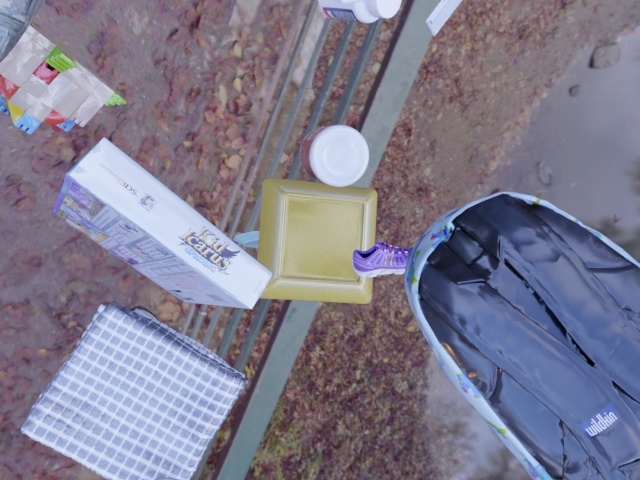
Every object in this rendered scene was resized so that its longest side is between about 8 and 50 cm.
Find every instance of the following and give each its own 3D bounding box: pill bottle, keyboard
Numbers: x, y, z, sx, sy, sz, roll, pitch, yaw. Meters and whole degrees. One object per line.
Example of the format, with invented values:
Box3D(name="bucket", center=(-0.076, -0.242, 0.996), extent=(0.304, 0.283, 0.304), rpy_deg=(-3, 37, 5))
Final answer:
Box3D(name="pill bottle", center=(0.088, -0.545, 0.959), extent=(0.107, 0.180, 0.108), rpy_deg=(-24, 130, -33))
Box3D(name="pill bottle", center=(0.020, -0.187, 0.936), extent=(0.121, 0.216, 0.121), rpy_deg=(-3, 104, -11))
Box3D(name="keyboard", center=(0.328, -0.580, 0.951), extent=(0.256, 0.014, 0.072), rpy_deg=(-51, 163, 17))

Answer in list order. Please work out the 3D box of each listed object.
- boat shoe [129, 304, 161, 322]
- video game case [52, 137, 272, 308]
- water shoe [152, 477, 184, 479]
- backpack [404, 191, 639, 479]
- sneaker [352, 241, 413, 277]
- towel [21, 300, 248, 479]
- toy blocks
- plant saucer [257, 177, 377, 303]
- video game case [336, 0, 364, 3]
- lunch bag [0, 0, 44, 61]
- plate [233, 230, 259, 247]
Box3D(name="boat shoe", center=(-0.334, 0.212, 0.860), extent=(0.081, 0.069, 0.228), rpy_deg=(-18, 125, -13))
Box3D(name="video game case", center=(-0.226, -0.001, 0.585), extent=(0.244, 0.269, 0.061), rpy_deg=(41, 64, -25))
Box3D(name="water shoe", center=(-0.145, 0.373, 0.561), extent=(0.203, 0.080, 0.073), rpy_deg=(32, 59, -11))
Box3D(name="backpack", center=(0.267, 0.106, 0.547), extent=(0.355, 0.273, 0.290), rpy_deg=(41, 97, -6))
Box3D(name="sneaker", center=(0.148, 0.033, 0.920), extent=(0.169, 0.068, 0.071), rpy_deg=(-11, 111, 14))
Box3D(name="towel", center=(-0.299, 0.261, 0.712), extent=(0.283, 0.121, 0.235), rpy_deg=(31, 80, -7))
Box3D(name="toy blocks", center=(-0.783, -0.421, 1.184), extent=(0.261, 0.190, 0.381), rpy_deg=(-47, 149, 2))
Box3D(name="plant saucer", center=(0.000, 0.000, 1.167), extent=(0.332, 0.081, 0.333), rpy_deg=(4, 85, -11))
Box3D(name="video game case", center=(0.049, -0.294, 0.494), extent=(0.121, 0.087, 0.011), rpy_deg=(-22, 139, -26))
Box3D(name="lunch bag", center=(-0.637, -0.429, 0.767), extent=(0.212, 0.305, 0.256), rpy_deg=(19, 114, -36))
Box3D(name="plate", center=(-0.186, -0.001, 1.393), extent=(0.188, 0.188, 0.024), rpy_deg=(-1, 77, -22))
